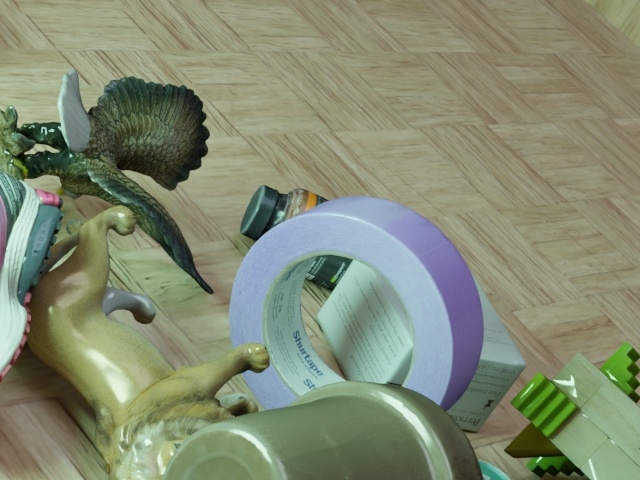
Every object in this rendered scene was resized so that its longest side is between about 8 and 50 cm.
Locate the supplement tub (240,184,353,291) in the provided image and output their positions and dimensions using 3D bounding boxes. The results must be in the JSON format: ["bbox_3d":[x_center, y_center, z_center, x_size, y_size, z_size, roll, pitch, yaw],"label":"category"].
[{"bbox_3d":[0.000,0.000,2.293,0.198,0.106,0.106,26,28,-12],"label":"supplement tub"}]

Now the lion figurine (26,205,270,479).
[{"bbox_3d":[-0.204,0.128,1.848,0.392,0.142,0.240,38,40,23],"label":"lion figurine"}]

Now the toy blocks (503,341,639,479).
[{"bbox_3d":[0.391,0.281,2.100,0.261,0.191,0.381,45,3,27],"label":"toy blocks"}]

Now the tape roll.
[{"bbox_3d":[0.038,0.093,1.995,0.275,0.275,0.090,39,29,14],"label":"tape roll"}]

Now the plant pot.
[{"bbox_3d":[-0.017,0.247,1.613,0.229,0.263,0.263,16,29,-52],"label":"plant pot"}]

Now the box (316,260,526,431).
[{"bbox_3d":[0.121,0.122,2.200,0.181,0.119,0.182,12,34,-33],"label":"box"}]

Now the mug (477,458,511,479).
[{"bbox_3d":[0.169,0.307,1.968,0.129,0.097,0.158,-4,44,-48],"label":"mug"}]

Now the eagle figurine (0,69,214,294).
[{"bbox_3d":[-0.239,-0.079,2.103,0.298,0.226,0.225,12,13,-23],"label":"eagle figurine"}]

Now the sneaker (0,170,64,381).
[{"bbox_3d":[-0.348,0.061,1.770,0.112,0.121,0.299,27,48,-21],"label":"sneaker"}]
